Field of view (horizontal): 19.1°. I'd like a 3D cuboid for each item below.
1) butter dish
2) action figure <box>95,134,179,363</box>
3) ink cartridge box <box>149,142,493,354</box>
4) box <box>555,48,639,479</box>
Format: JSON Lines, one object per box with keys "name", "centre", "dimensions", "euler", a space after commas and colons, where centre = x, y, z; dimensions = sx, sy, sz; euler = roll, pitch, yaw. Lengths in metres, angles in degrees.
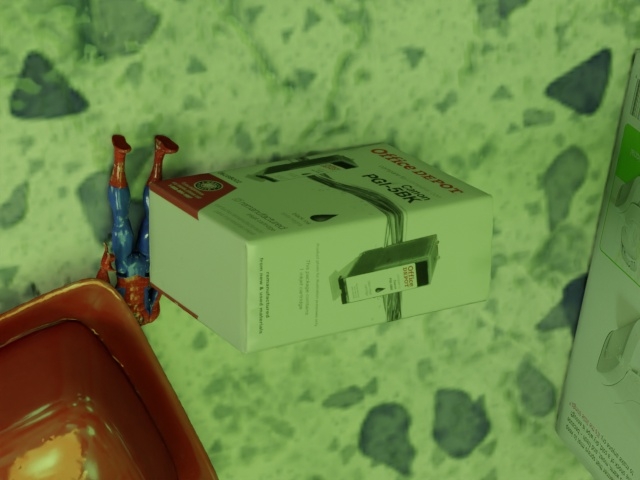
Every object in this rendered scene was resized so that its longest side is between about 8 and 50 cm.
{"name": "butter dish", "centre": [-0.136, 0.126, 0.899], "dimensions": [0.160, 0.118, 0.160], "euler": [-25, 118, 0]}
{"name": "action figure", "centre": [-0.090, 0.007, 0.922], "dimensions": [0.038, 0.030, 0.115], "euler": [-3, 116, -24]}
{"name": "ink cartridge box", "centre": [0.000, 0.000, 0.896], "dimensions": [0.135, 0.099, 0.056], "euler": [-11, 114, -30]}
{"name": "box", "centre": [0.237, 0.054, 0.926], "dimensions": [0.127, 0.262, 0.231], "euler": [1, 111, -20]}
